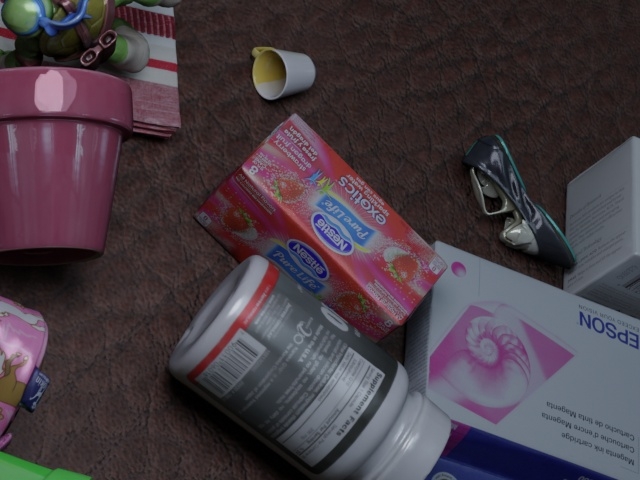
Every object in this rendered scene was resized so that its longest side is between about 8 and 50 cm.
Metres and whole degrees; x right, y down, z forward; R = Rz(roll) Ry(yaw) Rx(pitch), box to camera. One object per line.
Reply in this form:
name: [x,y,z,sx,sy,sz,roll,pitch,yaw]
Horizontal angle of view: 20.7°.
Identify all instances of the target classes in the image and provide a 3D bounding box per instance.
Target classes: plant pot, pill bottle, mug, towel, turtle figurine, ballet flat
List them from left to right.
plant pot: [-0.294,-0.071,1.830,0.201,0.201,0.180,2,79,-32]
turtle figurine: [-0.293,-0.271,1.879,0.266,0.274,0.198,-3,95,-59]
towel: [-0.284,-0.278,2.045,0.237,0.037,0.329,10,58,-26]
mug: [-0.042,-0.212,2.148,0.064,0.062,0.078,-9,76,-44]
pill bottle: [-0.008,0.160,1.890,0.283,0.161,0.161,38,50,-10]
ballet flat: [0.245,-0.037,2.234,0.074,0.074,0.203,-33,90,-40]

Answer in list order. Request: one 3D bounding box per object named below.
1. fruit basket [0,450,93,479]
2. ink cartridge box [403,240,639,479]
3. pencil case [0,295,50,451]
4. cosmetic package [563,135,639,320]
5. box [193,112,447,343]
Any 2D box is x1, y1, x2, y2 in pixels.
fruit basket: [-0.294,0.378,1.499,0.392,0.283,0.392,10,51,-13]
ink cartridge box: [0.249,0.197,2.097,0.324,0.071,0.330,21,53,-22]
pencil case: [-0.453,0.083,1.654,0.386,0.160,0.167,23,12,-20]
cosmetic package: [0.418,-0.005,2.264,0.151,0.151,0.184,22,55,-22]
box: [0.000,0.000,2.008,0.257,0.128,0.122,45,49,-4]
